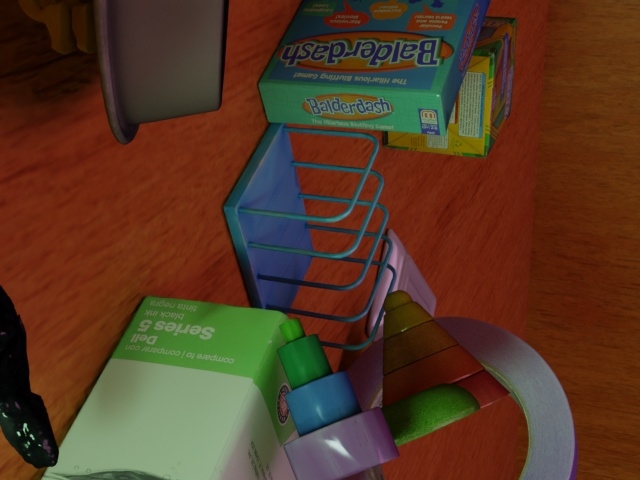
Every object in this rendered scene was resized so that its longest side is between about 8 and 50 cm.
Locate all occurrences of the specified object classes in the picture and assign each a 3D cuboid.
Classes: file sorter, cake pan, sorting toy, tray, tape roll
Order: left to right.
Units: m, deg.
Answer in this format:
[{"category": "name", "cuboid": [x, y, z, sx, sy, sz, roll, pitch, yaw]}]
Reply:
[{"category": "cake pan", "cuboid": [-0.070, -0.193, 0.499, 0.293, 0.054, 0.293, -177, -90, -84]}, {"category": "file sorter", "cuboid": [0.000, 0.000, 0.868, 0.170, 0.104, 0.118, 79, 27, -44]}, {"category": "sorting toy", "cuboid": [0.046, 0.096, 0.759, 0.126, 0.127, 0.365, 68, 17, 11]}, {"category": "tray", "cuboid": [0.120, 0.094, 1.357, 0.270, 0.030, 0.145, 50, 51, -65]}, {"category": "tape roll", "cuboid": [0.147, 0.229, 1.111, 0.090, 0.275, 0.275, 54, 47, -62]}]

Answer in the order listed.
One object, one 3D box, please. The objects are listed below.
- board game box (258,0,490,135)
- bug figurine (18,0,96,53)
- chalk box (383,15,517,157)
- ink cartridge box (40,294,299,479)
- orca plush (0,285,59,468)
[{"category": "board game box", "cuboid": [0.056, -0.184, 0.876, 0.047, 0.160, 0.210, 75, 28, -46]}, {"category": "bug figurine", "cuboid": [-0.148, -0.222, 0.413, 0.216, 0.072, 0.279, -24, 122, -64]}, {"category": "chalk box", "cuboid": [0.170, -0.205, 1.234, 0.213, 0.132, 0.132, -52, 145, -55]}, {"category": "ink cartridge box", "cuboid": [-0.098, 0.203, 0.646, 0.273, 0.115, 0.198, -66, 155, -42]}, {"category": "orca plush", "cuboid": [-0.170, 0.054, 0.403, 0.287, 0.102, 0.151, 61, 40, -60]}]
